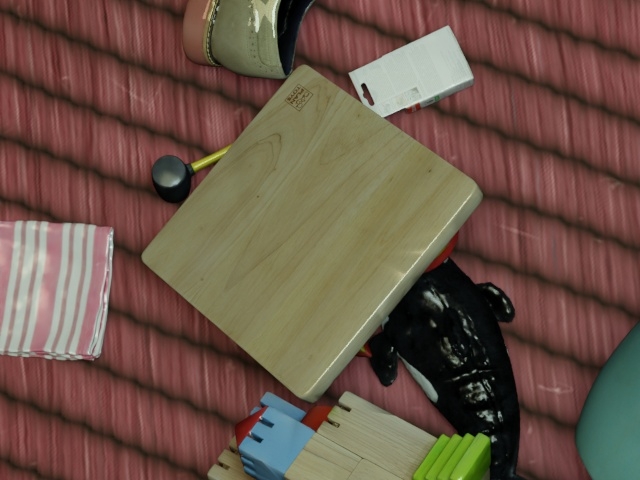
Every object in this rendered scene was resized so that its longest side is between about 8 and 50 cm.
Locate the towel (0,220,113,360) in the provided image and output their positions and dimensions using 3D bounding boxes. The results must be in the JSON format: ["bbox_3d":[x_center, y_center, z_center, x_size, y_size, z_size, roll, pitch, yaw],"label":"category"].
[{"bbox_3d":[-0.316,0.048,1.727,0.197,0.029,0.144,4,80,8],"label":"towel"}]

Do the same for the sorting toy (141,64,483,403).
[{"bbox_3d":[0.000,0.000,1.628,0.255,0.089,0.257,38,87,35],"label":"sorting toy"}]

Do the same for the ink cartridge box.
[{"bbox_3d":[0.094,-0.167,1.710,0.115,0.029,0.063,-25,79,4],"label":"ink cartridge box"}]

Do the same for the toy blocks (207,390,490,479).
[{"bbox_3d":[0.018,0.247,1.512,0.261,0.381,0.191,27,62,22],"label":"toy blocks"}]

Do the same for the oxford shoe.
[{"bbox_3d":[-0.020,-0.328,1.698,0.130,0.123,0.348,21,94,22],"label":"oxford shoe"}]

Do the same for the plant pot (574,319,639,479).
[{"bbox_3d":[0.374,0.174,1.499,0.235,0.293,0.293,-40,78,14],"label":"plant pot"}]

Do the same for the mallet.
[{"bbox_3d":[-0.088,-0.097,1.704,0.190,0.062,0.039,-28,77,2],"label":"mallet"}]

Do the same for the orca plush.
[{"bbox_3d":[0.122,0.123,1.621,0.151,0.102,0.287,-9,80,6],"label":"orca plush"}]
